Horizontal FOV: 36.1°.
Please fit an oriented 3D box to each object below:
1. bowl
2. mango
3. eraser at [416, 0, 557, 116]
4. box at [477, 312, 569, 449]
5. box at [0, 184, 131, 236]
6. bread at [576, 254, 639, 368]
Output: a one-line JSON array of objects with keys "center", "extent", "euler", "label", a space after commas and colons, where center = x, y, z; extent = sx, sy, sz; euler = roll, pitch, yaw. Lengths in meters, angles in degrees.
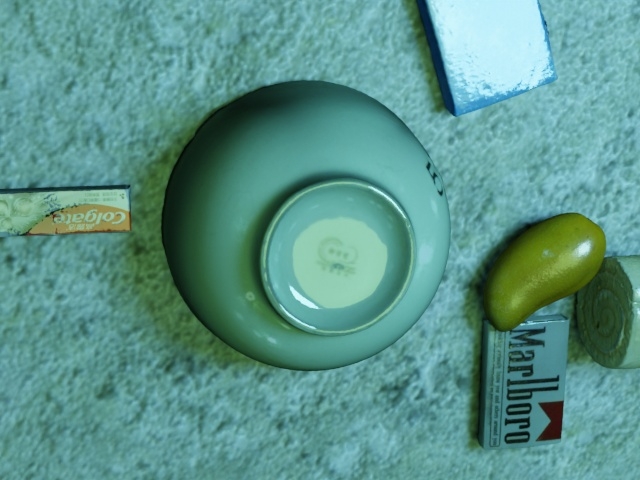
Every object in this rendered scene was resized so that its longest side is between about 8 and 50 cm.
[{"center": [0.000, 0.000, 1.121], "extent": [0.354, 0.185, 0.354], "euler": [-3, 103, -13], "label": "bowl"}, {"center": [0.280, 0.038, 1.250], "extent": [0.184, 0.085, 0.102], "euler": [-39, 92, 7], "label": "mango"}, {"center": [0.177, -0.317, 1.163], "extent": [0.144, 0.042, 0.312], "euler": [-21, 107, -7], "label": "eraser"}, {"center": [0.269, 0.187, 1.307], "extent": [0.115, 0.036, 0.177], "euler": [-2, 103, -13], "label": "box"}, {"center": [-0.325, -0.033, 1.112], "extent": [0.218, 0.039, 0.055], "euler": [-2, 102, -13], "label": "box"}, {"center": [0.426, 0.091, 1.271], "extent": [0.141, 0.134, 0.148], "euler": [0, 113, -17], "label": "bread"}]
